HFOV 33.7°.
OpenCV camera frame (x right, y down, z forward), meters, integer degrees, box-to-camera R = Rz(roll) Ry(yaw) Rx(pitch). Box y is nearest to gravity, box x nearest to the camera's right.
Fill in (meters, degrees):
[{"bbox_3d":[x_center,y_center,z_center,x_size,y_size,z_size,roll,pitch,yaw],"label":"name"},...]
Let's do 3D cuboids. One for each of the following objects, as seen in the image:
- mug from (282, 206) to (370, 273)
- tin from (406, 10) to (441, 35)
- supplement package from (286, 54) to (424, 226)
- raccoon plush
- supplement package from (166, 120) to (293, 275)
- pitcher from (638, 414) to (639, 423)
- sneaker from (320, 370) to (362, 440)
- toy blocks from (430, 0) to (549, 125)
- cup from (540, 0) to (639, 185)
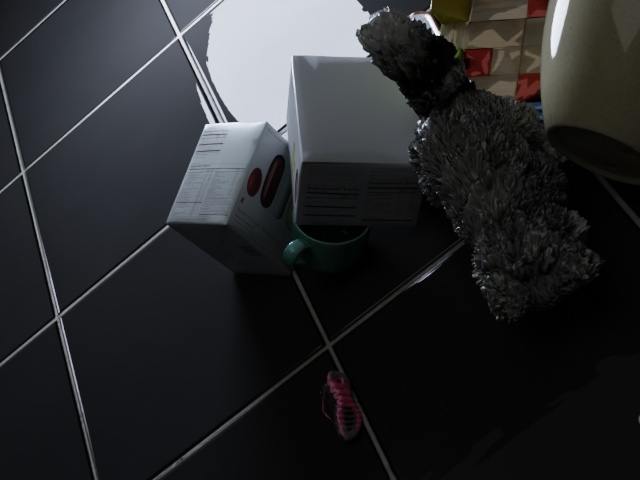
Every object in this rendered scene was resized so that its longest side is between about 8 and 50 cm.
[{"bbox_3d":[0.002,-0.007,1.749,0.158,0.097,0.129,-8,50,-14],"label":"mug"},{"bbox_3d":[0.182,-0.341,1.908,0.106,0.040,0.189,-37,46,19],"label":"tin"},{"bbox_3d":[0.053,-0.166,1.734,0.204,0.145,0.261,1,47,-7],"label":"supplement package"},{"bbox_3d":[0.196,-0.080,1.451,0.216,0.446,0.299,-46,24,27],"label":"raccoon plush"},{"bbox_3d":[-0.127,-0.072,1.854,0.149,0.194,0.203,2,64,38],"label":"supplement package"},{"bbox_3d":[0.473,0.183,1.226,0.207,0.178,0.125,-32,36,17],"label":"pitcher"},{"bbox_3d":[0.026,0.262,1.627,0.057,0.047,0.119,-48,39,34],"label":"sneaker"},{"bbox_3d":[0.322,-0.287,1.679,0.261,0.191,0.381,2,74,29],"label":"toy blocks"},{"bbox_3d":[0.431,-0.214,1.426,0.331,0.331,0.237,18,78,44],"label":"cup"}]
